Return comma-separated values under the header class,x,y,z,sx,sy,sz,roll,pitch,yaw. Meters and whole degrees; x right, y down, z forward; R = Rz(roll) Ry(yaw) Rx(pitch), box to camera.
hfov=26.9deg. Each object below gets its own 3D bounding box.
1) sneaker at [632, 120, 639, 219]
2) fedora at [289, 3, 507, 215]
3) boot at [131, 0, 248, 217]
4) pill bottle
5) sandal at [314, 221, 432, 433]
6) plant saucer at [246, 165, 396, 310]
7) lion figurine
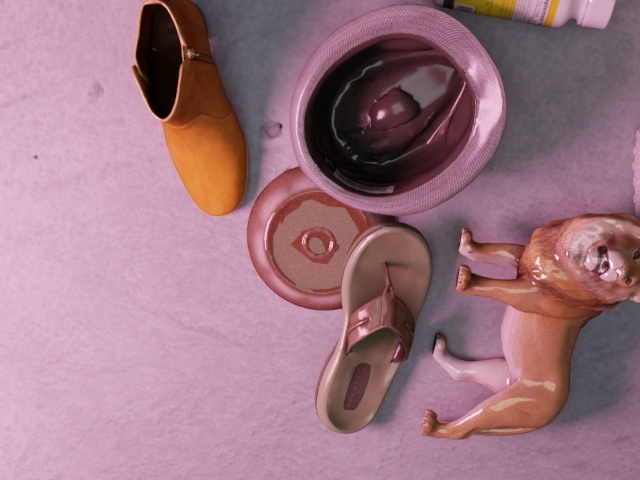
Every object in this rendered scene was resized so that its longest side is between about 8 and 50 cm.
class,x,y,z,sx,sy,sz,roll,pitch,yaw
sneaker,0.444,-0.069,1.653,0.095,0.090,0.235,-2,106,-8
fedora,0.099,-0.163,1.636,0.275,0.124,0.243,-42,94,22
boot,-0.166,-0.152,1.623,0.104,0.211,0.295,-8,102,9
pill bottle,0.245,-0.318,1.588,0.209,0.119,0.119,11,104,3
sandal,0.077,0.120,1.709,0.120,0.086,0.302,6,109,-19
plant saucer,0.000,0.000,1.732,0.199,0.036,0.198,2,104,6
lion figurine,0.272,0.121,1.681,0.240,0.142,0.392,11,126,0
